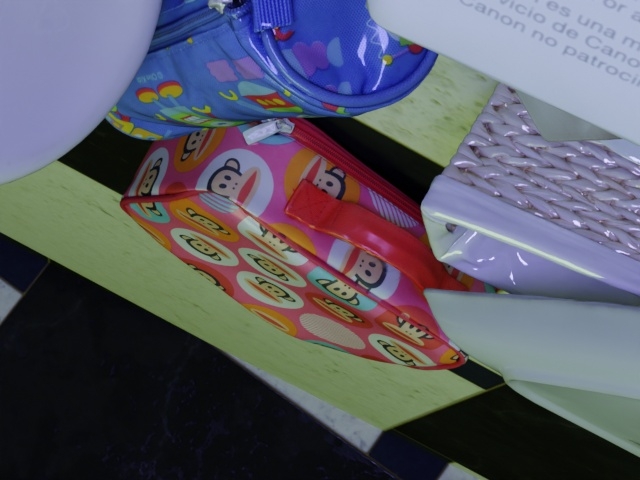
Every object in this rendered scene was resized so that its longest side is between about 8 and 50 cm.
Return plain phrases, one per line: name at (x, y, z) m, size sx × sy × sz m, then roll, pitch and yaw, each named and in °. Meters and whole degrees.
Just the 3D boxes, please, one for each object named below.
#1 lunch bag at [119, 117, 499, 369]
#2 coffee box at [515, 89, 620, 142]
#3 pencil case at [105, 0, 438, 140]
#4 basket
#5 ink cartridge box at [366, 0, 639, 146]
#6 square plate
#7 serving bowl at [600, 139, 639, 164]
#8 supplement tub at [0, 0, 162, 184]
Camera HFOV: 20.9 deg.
lunch bag at (0.000, 0.000, 1.431) m, size 0.293 × 0.120 × 0.258 m, roll 35°, pitch 164°, yaw -25°
coffee box at (0.155, -0.121, 0.638) m, size 0.141 × 0.098 × 0.246 m, roll 57°, pitch 156°, yaw -20°
pencil case at (-0.049, -0.127, 1.048) m, size 0.133 × 0.119 × 0.306 m, roll 3°, pitch 178°, yaw -27°
basket at (0.161, -0.016, 1.094) m, size 0.167 × 0.103 × 0.113 m, roll 23°, pitch 166°, yaw 17°
ink cartridge box at (0.192, -0.139, 0.291) m, size 0.279 × 0.160 × 0.385 m, roll 26°, pitch 153°, yaw 3°
square plate at (0.279, 0.124, 1.093) m, size 0.347 × 0.049 × 0.344 m, roll 29°, pitch 167°, yaw -29°
serving bowl at (0.193, -0.068, 0.999) m, size 0.083 × 0.027 × 0.083 m, roll 25°, pitch 167°, yaw 6°
supplement tub at (-0.266, -0.183, 0.988) m, size 0.316 × 0.228 × 0.228 m, roll 30°, pitch 170°, yaw 35°
